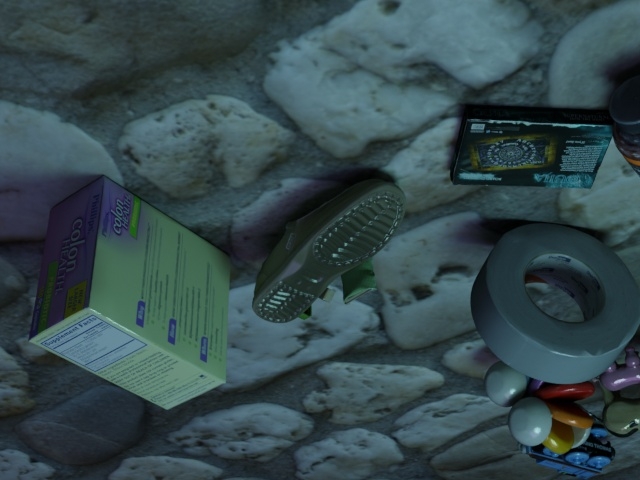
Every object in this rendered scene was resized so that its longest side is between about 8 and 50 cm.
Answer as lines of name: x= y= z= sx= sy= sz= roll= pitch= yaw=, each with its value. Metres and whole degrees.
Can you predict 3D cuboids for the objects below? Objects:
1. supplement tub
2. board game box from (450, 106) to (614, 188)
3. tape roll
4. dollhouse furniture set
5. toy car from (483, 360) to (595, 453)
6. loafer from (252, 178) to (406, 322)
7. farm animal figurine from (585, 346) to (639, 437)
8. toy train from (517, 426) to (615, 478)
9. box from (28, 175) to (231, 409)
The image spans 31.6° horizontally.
supplement tub: x=0.420 y=-0.116 z=1.365 sx=0.106 sy=0.106 sz=0.198 roll=-25 pitch=136 yaw=28
board game box: x=0.265 y=-0.115 z=1.428 sx=0.186 sy=0.026 sz=0.126 roll=2 pitch=143 yaw=-4
tape roll: x=0.317 y=0.082 z=1.532 sx=0.219 sy=0.219 sz=0.072 roll=7 pitch=141 yaw=-10
dollhouse furniture set: x=0.007 y=0.057 z=1.612 sx=0.059 sy=0.076 sz=0.152 roll=29 pitch=135 yaw=-34
toy car: x=0.362 y=0.239 z=1.790 sx=0.159 sy=0.182 sz=0.136 roll=11 pitch=128 yaw=-42
loafer: x=0.000 y=0.000 z=1.530 sx=0.268 sy=0.092 sz=0.102 roll=-41 pitch=131 yaw=20
farm animal figurine: x=0.603 y=0.239 z=1.746 sx=0.327 sy=0.172 sz=0.330 roll=-3 pitch=159 yaw=-11
toy train: x=0.440 y=0.374 z=2.041 sx=0.184 sy=0.080 sz=0.105 roll=17 pitch=145 yaw=-22
box: x=-0.246 y=0.075 z=1.516 sx=0.117 sy=0.213 sz=0.243 roll=-27 pitch=136 yaw=30
